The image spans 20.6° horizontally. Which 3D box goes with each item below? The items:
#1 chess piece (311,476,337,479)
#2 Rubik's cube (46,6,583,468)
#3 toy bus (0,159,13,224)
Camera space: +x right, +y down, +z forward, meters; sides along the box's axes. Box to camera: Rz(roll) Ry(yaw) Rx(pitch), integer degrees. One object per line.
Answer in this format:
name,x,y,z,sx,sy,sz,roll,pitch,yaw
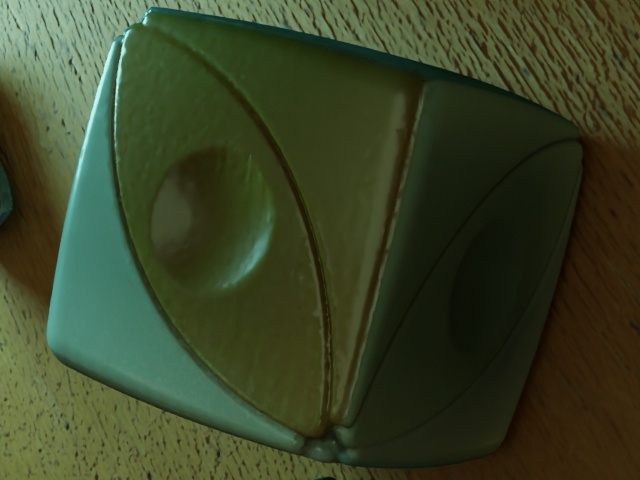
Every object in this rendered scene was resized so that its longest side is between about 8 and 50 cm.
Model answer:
chess piece,0.047,0.382,1.630,0.299,0.194,0.194,42,106,19
Rubik's cube,0.000,0.000,1.597,0.352,0.351,0.347,15,92,29
toy bus,-0.439,-0.110,2.010,0.121,0.120,0.265,-33,68,24
